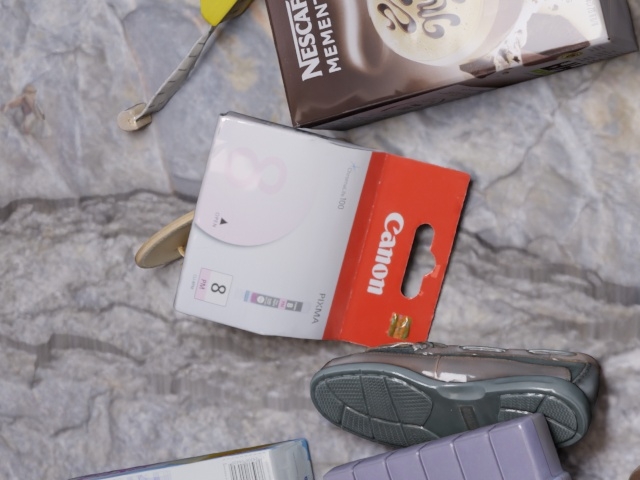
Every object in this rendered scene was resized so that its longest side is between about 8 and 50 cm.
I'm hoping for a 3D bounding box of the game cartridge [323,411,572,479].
[{"bbox_3d":[0.154,0.345,1.737,0.230,0.068,0.355,-20,89,38],"label":"game cartridge"}]

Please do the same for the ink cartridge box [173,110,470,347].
[{"bbox_3d":[0.000,0.000,1.789,0.232,0.066,0.189,15,102,5],"label":"ink cartridge box"}]

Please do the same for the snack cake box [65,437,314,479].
[{"bbox_3d":[-0.132,0.287,1.880,0.264,0.089,0.152,-12,88,23],"label":"snack cake box"}]

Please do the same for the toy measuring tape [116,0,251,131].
[{"bbox_3d":[-0.120,-0.253,1.860,0.121,0.121,0.330,48,116,15],"label":"toy measuring tape"}]

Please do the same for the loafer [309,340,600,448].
[{"bbox_3d":[0.124,0.135,1.786,0.267,0.084,0.096,3,125,26],"label":"loafer"}]

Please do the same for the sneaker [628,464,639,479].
[{"bbox_3d":[0.331,0.267,1.693,0.066,0.071,0.188,-45,75,17],"label":"sneaker"}]

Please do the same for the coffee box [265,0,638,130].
[{"bbox_3d":[0.110,-0.212,1.753,0.297,0.119,0.168,-15,86,22],"label":"coffee box"}]

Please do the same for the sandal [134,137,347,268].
[{"bbox_3d":[-0.063,-0.004,1.847,0.240,0.088,0.079,-30,73,15],"label":"sandal"}]
